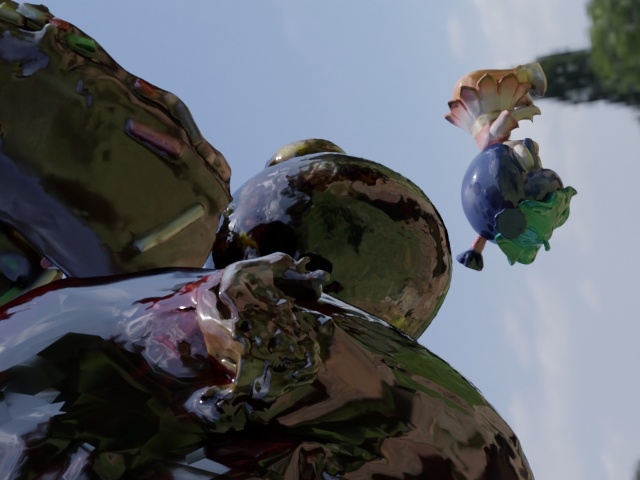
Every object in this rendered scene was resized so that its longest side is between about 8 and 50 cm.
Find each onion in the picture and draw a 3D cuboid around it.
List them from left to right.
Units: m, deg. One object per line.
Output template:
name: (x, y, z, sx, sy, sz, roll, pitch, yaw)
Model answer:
onion: (-0.051, 0.110, 0.702, 0.314, 0.314, 0.232, -62, -21, -67)

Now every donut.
donut: (-0.234, -0.046, 1.112, 0.259, 0.345, 0.136, 41, -122, -20)

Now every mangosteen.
mangosteen: (0.000, 0.000, 1.267, 0.192, 0.192, 0.217, 66, -175, -47)

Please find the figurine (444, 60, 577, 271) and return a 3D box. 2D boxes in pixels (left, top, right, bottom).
figurine: (0.168, -0.067, 1.487, 0.111, 0.102, 0.195, 108, 153, -57)
